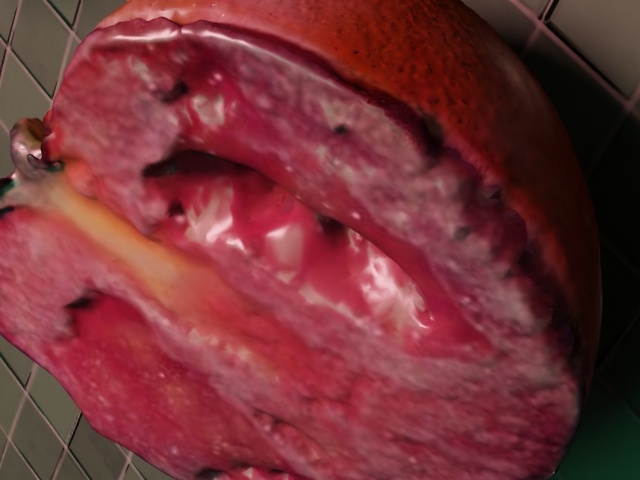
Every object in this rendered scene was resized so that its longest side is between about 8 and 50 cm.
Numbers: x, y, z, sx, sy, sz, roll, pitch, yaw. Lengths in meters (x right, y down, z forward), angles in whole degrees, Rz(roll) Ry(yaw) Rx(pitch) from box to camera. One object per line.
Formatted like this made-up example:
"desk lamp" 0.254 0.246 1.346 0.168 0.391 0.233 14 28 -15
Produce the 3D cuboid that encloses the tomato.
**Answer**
"tomato" 0.000 0.000 0.700 0.289 0.176 0.335 39 137 -1
